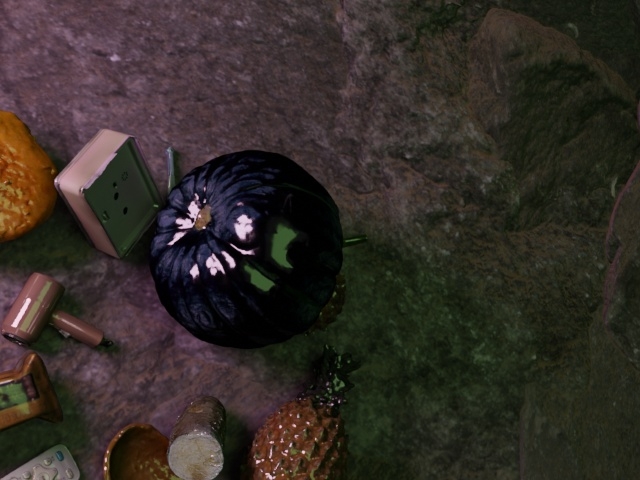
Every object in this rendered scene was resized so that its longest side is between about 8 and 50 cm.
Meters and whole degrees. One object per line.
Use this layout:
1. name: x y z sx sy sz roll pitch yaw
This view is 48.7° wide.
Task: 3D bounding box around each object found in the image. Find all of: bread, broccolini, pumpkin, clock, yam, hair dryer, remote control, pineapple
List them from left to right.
1. bread: -0.563 -0.101 1.126 0.268 0.145 0.268 13 68 -33
2. remote control: -0.490 0.409 1.109 0.229 0.044 0.073 -30 90 -44
3. hair dryer: -0.435 0.145 1.204 0.181 0.064 0.117 35 62 -29
4. clock: -0.360 -0.081 1.235 0.147 0.071 0.192 -59 157 -29
5. yam: -0.212 0.346 1.243 0.107 0.183 0.107 -1 100 -3
6. pumpkin: -0.136 0.015 1.262 0.266 0.363 0.363 36 57 -50
7. pineapple: -0.018 0.113 1.440 0.193 0.166 0.166 13 71 -45
8. pineapple: -0.014 0.364 1.362 0.202 0.202 0.362 43 51 -18
9. broccolini: 0.006 -0.001 1.501 0.271 0.123 0.062 -7 93 -36

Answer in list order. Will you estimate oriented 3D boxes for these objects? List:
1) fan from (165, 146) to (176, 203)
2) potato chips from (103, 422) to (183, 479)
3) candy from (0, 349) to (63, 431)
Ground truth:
1. fan: -0.290 -0.090 1.387 0.038 0.016 0.193 5 77 -41
2. potato chips: -0.299 0.420 1.232 0.202 0.049 0.150 47 51 -13
3. candy: -0.545 0.261 1.076 0.271 0.101 0.143 -17 94 -30
